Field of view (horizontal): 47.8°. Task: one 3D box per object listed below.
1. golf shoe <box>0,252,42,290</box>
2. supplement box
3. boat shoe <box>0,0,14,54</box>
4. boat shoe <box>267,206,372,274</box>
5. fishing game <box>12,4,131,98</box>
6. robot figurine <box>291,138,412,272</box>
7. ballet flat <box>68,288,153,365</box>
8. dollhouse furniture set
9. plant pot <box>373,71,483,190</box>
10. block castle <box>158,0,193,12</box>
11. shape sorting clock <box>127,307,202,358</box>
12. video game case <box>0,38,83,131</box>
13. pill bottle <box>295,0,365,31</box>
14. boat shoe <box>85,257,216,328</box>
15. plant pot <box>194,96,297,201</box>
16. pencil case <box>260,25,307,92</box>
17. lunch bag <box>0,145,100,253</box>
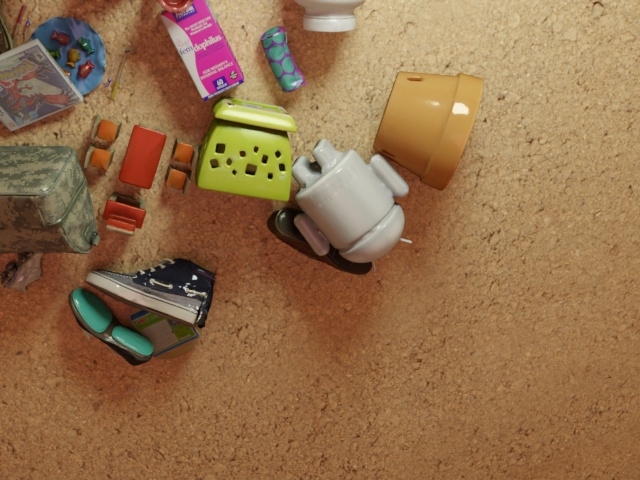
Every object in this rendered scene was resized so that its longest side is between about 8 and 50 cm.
[{"bbox_3d":[-0.756,0.062,1.893,0.176,0.069,0.086,-43,133,14],"label":"golf shoe"},{"bbox_3d":[-0.277,-0.458,1.705,0.111,0.114,0.220,-25,113,3],"label":"supplement box"},{"bbox_3d":[-0.758,-0.481,1.618,0.095,0.095,0.258,-1,112,3],"label":"boat shoe"},{"bbox_3d":[0.000,0.000,1.960,0.307,0.104,0.111,31,73,-16],"label":"boat shoe"},{"bbox_3d":[-0.599,-0.430,1.703,0.264,0.041,0.189,23,109,-15],"label":"fishing game"},{"bbox_3d":[0.074,-0.086,1.832,0.300,0.200,0.353,-37,102,20],"label":"robot figurine"},{"bbox_3d":[-0.585,0.250,1.969,0.280,0.095,0.096,42,127,-8],"label":"ballet flat"},{"bbox_3d":[-0.456,-0.157,1.794,0.262,0.135,0.259,16,110,-16],"label":"dollhouse furniture set"},{"bbox_3d":[0.255,-0.291,1.792,0.203,0.291,0.291,18,110,1],"label":"plant pot"},{"bbox_3d":[-0.401,-0.698,1.456,0.453,0.213,0.303,27,105,-38],"label":"block castle"},{"bbox_3d":[-0.434,0.237,2.024,0.206,0.040,0.206,-2,111,-5],"label":"shape sorting clock"},{"bbox_3d":[-0.690,-0.356,1.681,0.201,0.023,0.183,-21,139,7],"label":"video game case"},{"bbox_3d":[0.023,-0.645,1.632,0.181,0.181,0.323,-3,115,-8],"label":"pill bottle"},{"bbox_3d":[-0.443,0.109,1.940,0.340,0.127,0.158,21,73,-1],"label":"boat shoe"},{"bbox_3d":[-0.178,-0.231,1.765,0.227,0.228,0.207,9,106,-13],"label":"plant pot"},{"bbox_3d":[-0.091,-0.442,1.767,0.070,0.064,0.152,-12,118,24],"label":"pencil case"},{"bbox_3d":[-0.708,-0.074,1.731,0.305,0.213,0.256,0,130,8],"label":"lunch bag"}]
